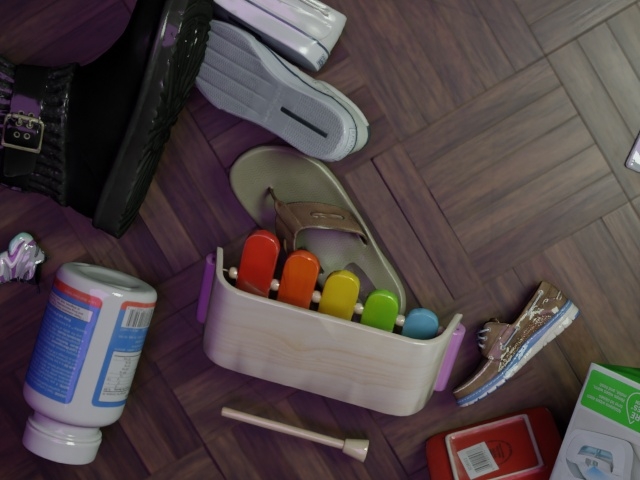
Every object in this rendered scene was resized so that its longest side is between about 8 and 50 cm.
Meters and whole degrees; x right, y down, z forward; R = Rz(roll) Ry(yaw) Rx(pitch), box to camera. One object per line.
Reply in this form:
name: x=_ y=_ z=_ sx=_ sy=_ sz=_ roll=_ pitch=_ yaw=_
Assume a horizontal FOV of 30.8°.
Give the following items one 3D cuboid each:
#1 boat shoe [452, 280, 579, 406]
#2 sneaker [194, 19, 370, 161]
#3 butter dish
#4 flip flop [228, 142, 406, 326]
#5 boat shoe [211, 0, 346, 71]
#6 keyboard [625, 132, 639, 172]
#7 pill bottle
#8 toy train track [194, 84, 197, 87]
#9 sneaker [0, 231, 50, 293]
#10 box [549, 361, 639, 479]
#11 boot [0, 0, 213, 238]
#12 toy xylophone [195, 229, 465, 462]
boat shoe: x=0.219 y=0.122 z=1.385 sx=0.183 sy=0.066 sz=0.066 roll=-42 pitch=87 yaw=-3
sneaker: x=-0.053 y=-0.171 z=1.363 sx=0.258 sy=0.091 sz=0.094 roll=40 pitch=108 yaw=20
butter dish: x=0.216 y=0.292 z=1.370 sx=0.160 sy=0.160 sz=0.118 roll=-16 pitch=117 yaw=5
flip flop: x=0.000 y=0.000 z=1.374 sx=0.112 sy=0.080 sz=0.277 roll=-36 pitch=95 yaw=11
boat shoe: x=-0.090 y=-0.298 z=1.358 sx=0.258 sy=0.095 sz=0.084 roll=33 pitch=85 yaw=-6
keyboard: x=0.444 y=-0.190 z=1.363 sx=0.072 sy=0.014 sz=0.256 roll=24 pitch=96 yaw=7
pill bottle: x=-0.283 y=0.147 z=1.387 sx=0.124 sy=0.124 sz=0.221 roll=19 pitch=96 yaw=2
toy train track: x=-0.162 y=-0.194 z=1.404 sx=0.083 sy=0.014 sz=0.048 roll=16 pitch=89 yaw=-3
sneaker: x=-0.373 y=0.045 z=1.427 sx=0.069 sy=0.038 sz=0.098 roll=44 pitch=97 yaw=0
box: x=0.378 y=0.270 z=1.280 sx=0.127 sy=0.262 sz=0.231 roll=25 pitch=101 yaw=45
boot: x=-0.291 y=-0.187 z=1.323 sx=0.260 sy=0.131 sz=0.348 roll=26 pitch=112 yaw=1
toy xylophone: x=-0.005 y=0.132 z=1.369 sx=0.323 sy=0.081 sz=0.236 roll=22 pitch=125 yaw=-2
